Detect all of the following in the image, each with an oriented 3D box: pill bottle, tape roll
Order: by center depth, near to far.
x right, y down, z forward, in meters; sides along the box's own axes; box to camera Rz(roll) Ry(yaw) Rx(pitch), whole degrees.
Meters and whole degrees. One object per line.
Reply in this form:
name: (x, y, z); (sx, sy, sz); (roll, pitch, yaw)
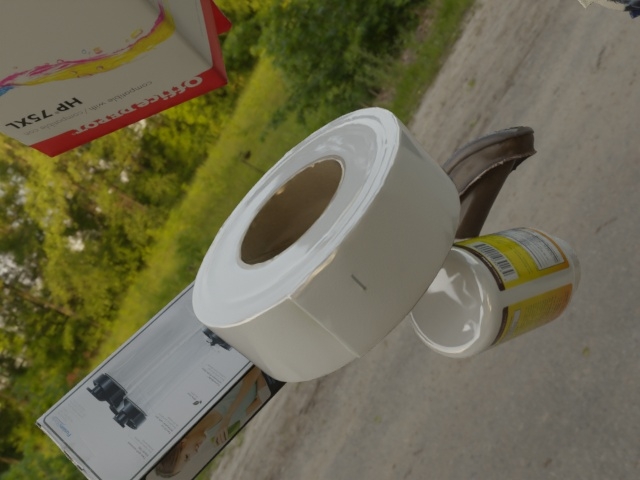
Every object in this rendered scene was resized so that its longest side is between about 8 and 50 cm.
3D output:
tape roll: (0.000, 0.000, 0.740); (0.286, 0.100, 0.286); (-36, 26, 21)
pill bottle: (0.199, 0.050, 0.799); (0.117, 0.215, 0.117); (12, 106, 45)

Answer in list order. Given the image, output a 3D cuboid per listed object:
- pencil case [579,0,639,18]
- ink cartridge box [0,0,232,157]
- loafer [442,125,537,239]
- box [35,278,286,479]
pencil case: (0.443, -0.430, 1.000); (0.183, 0.160, 0.410); (-46, -11, 17)
ink cartridge box: (-0.143, -0.122, 0.401); (0.134, 0.231, 0.078); (-19, 73, 13)
loafer: (0.269, -0.070, 1.310); (0.134, 0.130, 0.366); (-15, -21, -37)
box: (-0.176, 0.183, 0.893); (0.290, 0.169, 0.087); (-44, -37, -26)
